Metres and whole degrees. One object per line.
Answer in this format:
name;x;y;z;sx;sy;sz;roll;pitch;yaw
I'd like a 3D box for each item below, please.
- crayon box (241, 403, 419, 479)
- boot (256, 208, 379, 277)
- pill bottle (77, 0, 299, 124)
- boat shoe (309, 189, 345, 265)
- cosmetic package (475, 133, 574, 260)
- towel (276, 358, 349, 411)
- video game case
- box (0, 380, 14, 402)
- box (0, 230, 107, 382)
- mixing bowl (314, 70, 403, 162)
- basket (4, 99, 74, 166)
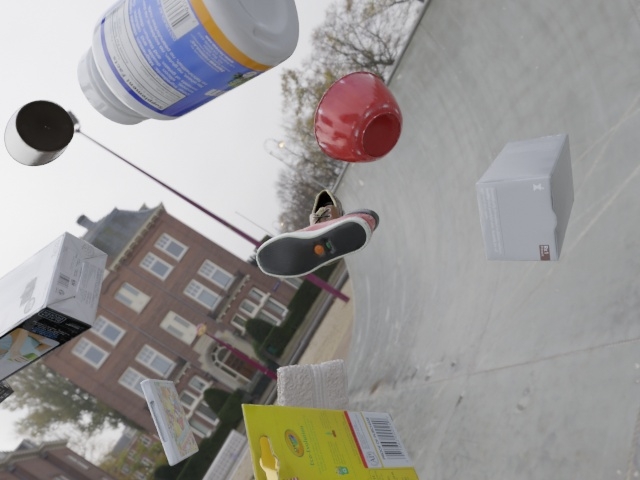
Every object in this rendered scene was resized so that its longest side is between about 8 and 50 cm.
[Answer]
crayon box;0.015;0.378;0.737;0.081;0.319;0.202;-56;35;24
boot;0.000;0.000;0.939;0.245;0.088;0.176;-17;9;18
pill bottle;-0.173;-0.238;0.552;0.272;0.152;0.152;-13;28;35
boat shoe;0.011;-0.044;1.277;0.111;0.104;0.307;-20;27;10
cosmetic package;0.321;-0.072;0.694;0.238;0.107;0.127;-35;-63;-48
towel;-0.017;0.443;1.109;0.049;0.187;0.281;-14;76;59
video game case;-0.383;0.459;1.169;0.026;0.206;0.227;-24;-16;-11
box;-0.901;0.405;1.049;0.270;0.060;0.216;-45;-22;-26
box;-0.524;0.128;0.806;0.290;0.087;0.169;-30;46;16
mixing bowl;0.090;-0.219;0.867;0.182;0.098;0.181;-19;-49;-24
basket;-0.746;-0.294;1.214;0.227;0.154;0.204;13;72;55
